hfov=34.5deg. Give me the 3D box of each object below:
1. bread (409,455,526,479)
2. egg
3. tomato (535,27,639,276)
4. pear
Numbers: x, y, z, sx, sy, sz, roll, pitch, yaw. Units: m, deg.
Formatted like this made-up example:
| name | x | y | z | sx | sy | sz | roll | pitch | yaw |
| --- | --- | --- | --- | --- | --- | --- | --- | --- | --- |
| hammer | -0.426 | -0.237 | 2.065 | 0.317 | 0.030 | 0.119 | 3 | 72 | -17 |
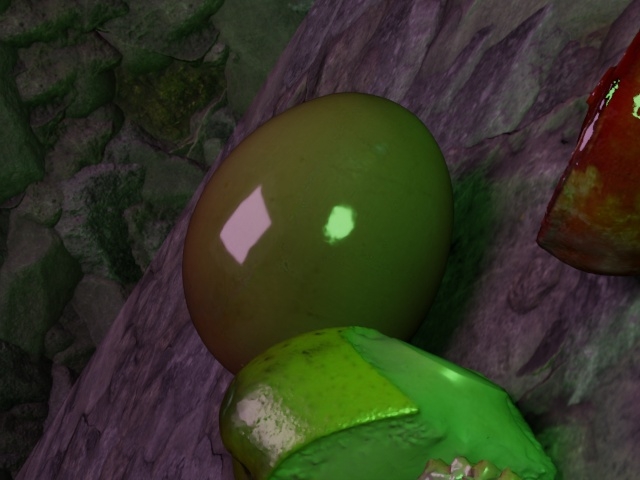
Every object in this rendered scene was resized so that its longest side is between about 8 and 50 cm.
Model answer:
| name | x | y | z | sx | sy | sz | roll | pitch | yaw |
| --- | --- | --- | --- | --- | --- | --- | --- | --- | --- |
| bread | 0.114 | 0.302 | 0.749 | 0.274 | 0.149 | 0.274 | -40 | 34 | 35 |
| egg | 0.000 | 0.000 | 1.217 | 0.301 | 0.301 | 0.374 | -7 | 58 | 67 |
| tomato | 0.276 | -0.059 | 0.854 | 0.200 | 0.139 | 0.233 | -58 | -15 | -9 |
| pear | 0.026 | 0.202 | 0.930 | 0.286 | 0.281 | 0.176 | -57 | 26 | 18 |
